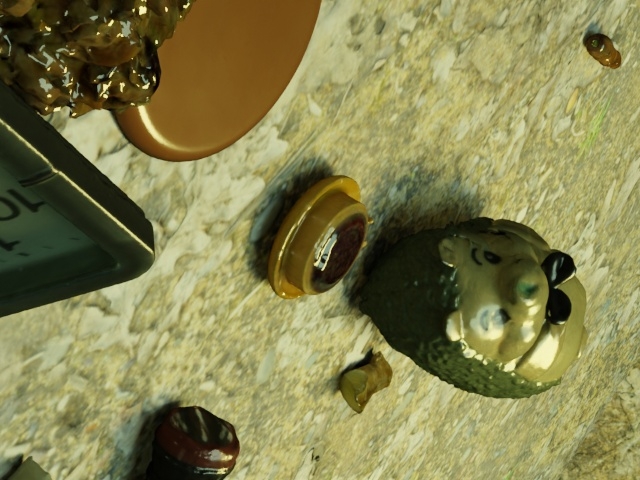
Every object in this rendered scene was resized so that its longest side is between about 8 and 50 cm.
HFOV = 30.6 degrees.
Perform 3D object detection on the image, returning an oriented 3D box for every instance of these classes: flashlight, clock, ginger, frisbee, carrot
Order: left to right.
[{"bbox_3d":[-0.255,-0.017,0.584,0.273,0.049,0.279,-15,154,11],"label":"clock"},{"bbox_3d":[-0.163,0.282,1.187,0.093,0.093,0.232,-4,124,-59],"label":"flashlight"},{"bbox_3d":[-0.075,-0.175,0.943,0.251,0.021,0.251,-40,146,-34],"label":"frisbee"},{"bbox_3d":[0.060,0.183,1.517,0.137,0.044,0.057,-26,95,-60],"label":"ginger"},{"bbox_3d":[0.413,-0.268,1.689,0.036,0.035,0.165,-64,156,7],"label":"carrot"}]

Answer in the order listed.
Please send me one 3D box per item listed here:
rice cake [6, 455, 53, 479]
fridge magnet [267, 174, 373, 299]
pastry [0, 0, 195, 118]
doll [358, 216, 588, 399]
[{"bbox_3d":[-0.311,0.292,0.966,0.256,0.052,0.057,-48,122,-24],"label":"rice cake"},{"bbox_3d":[0.000,0.000,1.200,0.143,0.063,0.143,-45,153,-30],"label":"fridge magnet"},{"bbox_3d":[-0.130,-0.190,0.572,0.193,0.275,0.275,-13,149,6],"label":"pastry"},{"bbox_3d":[0.208,0.076,1.467,0.349,0.247,0.247,13,106,-48],"label":"doll"}]
